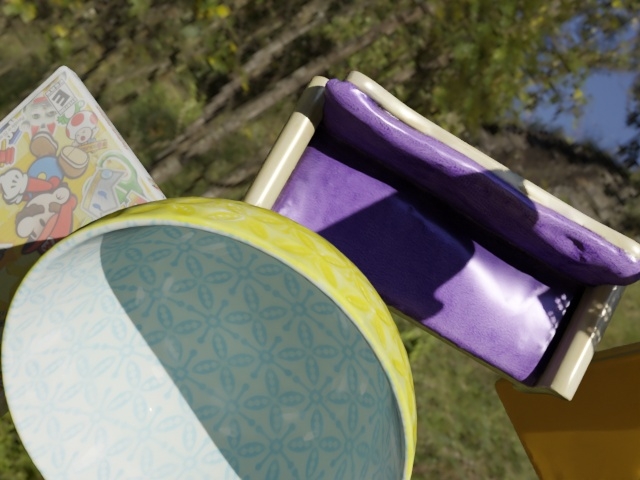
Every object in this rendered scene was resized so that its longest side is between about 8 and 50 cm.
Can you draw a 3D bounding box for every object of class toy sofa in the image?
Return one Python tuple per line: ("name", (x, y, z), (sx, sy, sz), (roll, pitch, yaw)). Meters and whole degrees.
("toy sofa", (0.110, 0.001, 1.119), (0.363, 0.150, 0.177), (31, -11, -7))

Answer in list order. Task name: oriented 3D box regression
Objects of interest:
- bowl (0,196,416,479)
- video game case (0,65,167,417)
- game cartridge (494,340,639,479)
("bowl", (-0.059, 0.084, 0.834), (0.289, 0.289, 0.156), (58, 28, -13))
("video game case", (-0.238, 0.001, 0.955), (0.206, 0.227, 0.026), (52, 6, 26))
("game cartridge", (0.368, 0.242, 1.257), (0.324, 0.053, 0.285), (-22, -85, 51))
